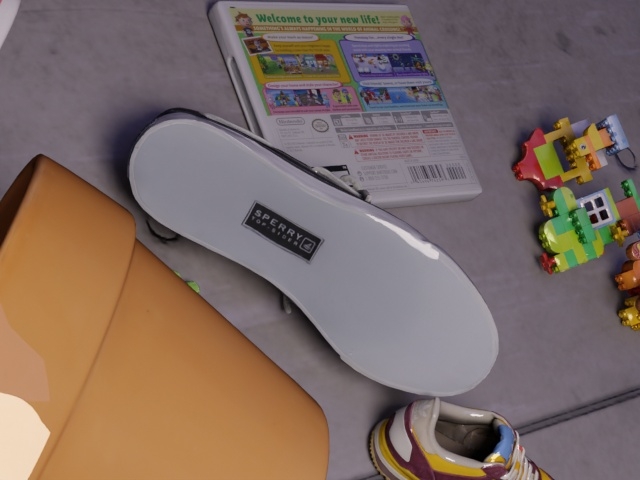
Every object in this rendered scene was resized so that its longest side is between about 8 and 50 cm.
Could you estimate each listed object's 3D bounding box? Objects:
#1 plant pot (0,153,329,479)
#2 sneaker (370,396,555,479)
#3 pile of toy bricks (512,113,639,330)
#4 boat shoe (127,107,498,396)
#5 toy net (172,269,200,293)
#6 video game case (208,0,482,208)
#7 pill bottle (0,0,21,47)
[{"bbox_3d":[-0.130,0.128,0.752,0.203,0.291,0.291,29,50,-15],"label":"plant pot"},{"bbox_3d":[0.131,0.175,1.072,0.185,0.084,0.069,26,51,-22],"label":"sneaker"},{"bbox_3d":[0.238,-0.006,1.263,0.105,0.118,0.212,-21,86,-10],"label":"pile of toy bricks"},{"bbox_3d":[-0.003,0.003,1.061,0.306,0.113,0.105,28,16,-6],"label":"boat shoe"},{"bbox_3d":[-0.160,0.068,0.945,0.232,0.045,0.122,-1,65,-37],"label":"toy net"},{"bbox_3d":[0.024,-0.115,1.209,0.212,0.023,0.193,-6,68,-38],"label":"video game case"},{"bbox_3d":[-0.299,-0.162,0.936,0.180,0.108,0.108,29,50,-20],"label":"pill bottle"}]
